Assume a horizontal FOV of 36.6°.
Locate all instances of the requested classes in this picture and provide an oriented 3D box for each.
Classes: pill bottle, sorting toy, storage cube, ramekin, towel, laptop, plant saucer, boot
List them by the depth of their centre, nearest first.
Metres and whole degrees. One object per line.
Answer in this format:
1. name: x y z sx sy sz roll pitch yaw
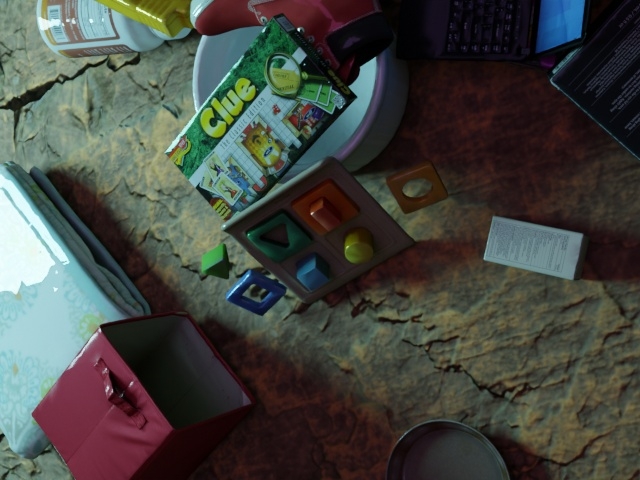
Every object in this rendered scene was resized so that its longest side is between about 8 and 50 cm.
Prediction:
1. laptop: 0.196 -0.329 1.096 0.265 0.137 0.234 7 92 27
2. boot: -0.038 -0.254 1.173 0.244 0.088 0.176 -17 83 22
3. plant saucer: 0.165 0.312 1.238 0.169 0.029 0.168 -1 89 26
4. sorting toy: 0.000 0.000 1.243 0.348 0.196 0.047 -32 37 23
5. ramekin: -0.017 -0.209 1.282 0.277 0.135 0.277 0 89 27
6. storage cube: -0.247 0.234 1.349 0.183 0.215 0.193 49 115 19
7. pill bottle: -0.301 -0.337 1.437 0.216 0.121 0.121 1 89 26
8. towel: -0.464 0.103 1.531 0.374 0.090 0.320 49 112 19

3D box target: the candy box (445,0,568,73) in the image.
1. candy box: 0.257 -0.332 1.182 0.159 0.071 0.233 20 99 26

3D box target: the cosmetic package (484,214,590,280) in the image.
1. cosmetic package: 0.265 0.009 1.187 0.115 0.041 0.060 15 95 26

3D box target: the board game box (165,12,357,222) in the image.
1. board game box: -0.080 -0.140 1.193 0.136 0.030 0.260 49 127 6

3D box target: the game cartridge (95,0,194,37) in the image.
1. game cartridge: -0.234 -0.449 1.373 0.324 0.052 0.285 29 72 25

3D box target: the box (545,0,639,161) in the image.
1. box: 0.405 -0.217 1.056 0.184 0.103 0.261 42 108 -1
